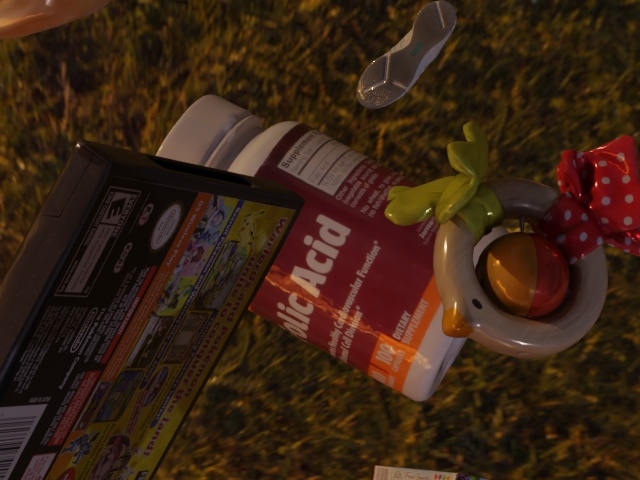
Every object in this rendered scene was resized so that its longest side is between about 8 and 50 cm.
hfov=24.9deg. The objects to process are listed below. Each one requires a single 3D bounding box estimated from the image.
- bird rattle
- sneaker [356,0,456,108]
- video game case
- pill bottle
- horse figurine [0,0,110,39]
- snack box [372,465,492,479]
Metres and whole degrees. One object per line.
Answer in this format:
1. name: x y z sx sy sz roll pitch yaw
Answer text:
1. bird rattle: 0.184 0.006 1.305 0.253 0.143 0.207 11 70 -24
2. sneaker: 0.104 -0.208 1.671 0.152 0.061 0.054 -46 80 8
3. video game case: -0.139 0.074 0.940 0.035 0.248 0.275 34 101 24
4. pill bottle: 0.000 0.000 1.672 0.392 0.224 0.224 28 78 11
5. horse figurine: -0.161 -0.150 0.789 0.174 0.263 0.066 -12 106 14
6. snack box: 0.143 0.291 1.705 0.100 0.141 0.037 16 77 -38
